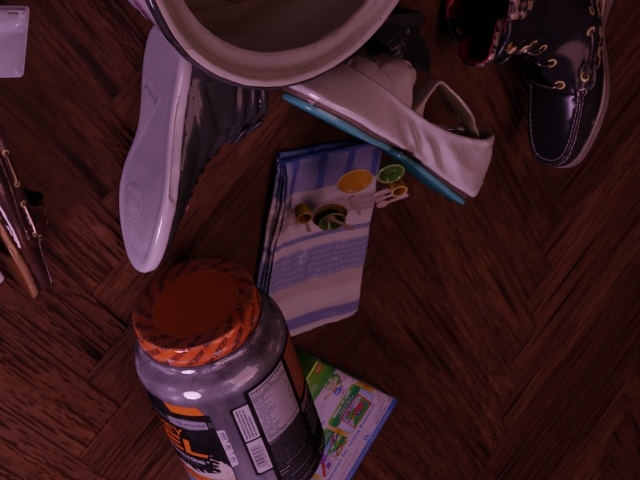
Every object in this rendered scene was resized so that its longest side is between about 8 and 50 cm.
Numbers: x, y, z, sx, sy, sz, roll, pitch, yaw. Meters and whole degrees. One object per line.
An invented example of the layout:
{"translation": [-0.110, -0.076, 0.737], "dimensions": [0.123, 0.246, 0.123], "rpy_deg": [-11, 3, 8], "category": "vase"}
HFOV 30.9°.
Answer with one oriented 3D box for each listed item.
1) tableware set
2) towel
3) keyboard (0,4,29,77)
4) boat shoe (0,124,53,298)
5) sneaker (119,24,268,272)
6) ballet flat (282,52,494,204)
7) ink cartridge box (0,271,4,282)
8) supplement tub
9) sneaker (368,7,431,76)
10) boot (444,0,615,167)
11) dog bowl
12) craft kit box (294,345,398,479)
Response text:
{"translation": [0.041, -0.052, 1.497], "dimensions": [0.154, 0.024, 0.104], "rpy_deg": [-19, 146, 4], "category": "tableware set"}
{"translation": [0.000, 0.000, 1.604], "dimensions": [0.209, 0.034, 0.285], "rpy_deg": [-14, 123, -43], "category": "towel"}
{"translation": [-0.382, -0.180, 1.056], "dimensions": [0.256, 0.014, 0.072], "rpy_deg": [-10, 125, -43], "category": "keyboard"}
{"translation": [-0.320, -0.029, 1.208], "dimensions": [0.073, 0.073, 0.207], "rpy_deg": [-38, 136, -23], "category": "boat shoe"}
{"translation": [-0.138, -0.103, 1.331], "dimensions": [0.147, 0.104, 0.296], "rpy_deg": [-1, 109, -41], "category": "sneaker"}
{"translation": [0.101, -0.170, 1.516], "dimensions": [0.400, 0.139, 0.139], "rpy_deg": [25, 93, -47], "category": "ballet flat"}
{"translation": [-0.442, 0.058, 1.125], "dimensions": [0.231, 0.078, 0.134], "rpy_deg": [-43, 138, -20], "category": "ink cartridge box"}
{"translation": [-0.117, 0.184, 1.463], "dimensions": [0.193, 0.193, 0.316], "rpy_deg": [-39, 136, -24], "category": "supplement tub"}
{"translation": [0.089, -0.260, 1.524], "dimensions": [0.170, 0.051, 0.089], "rpy_deg": [-12, 117, -47], "category": "sneaker"}
{"translation": [0.304, -0.279, 1.676], "dimensions": [0.284, 0.138, 0.377], "rpy_deg": [-13, 118, -44], "category": "boot"}
{"translation": [-0.062, -0.367, 1.154], "dimensions": [0.408, 0.150, 0.408], "rpy_deg": [-27, 130, -36], "category": "dog bowl"}
{"translation": [-0.019, 0.308, 1.757], "dimensions": [0.250, 0.061, 0.246], "rpy_deg": [-59, 144, -2], "category": "craft kit box"}
